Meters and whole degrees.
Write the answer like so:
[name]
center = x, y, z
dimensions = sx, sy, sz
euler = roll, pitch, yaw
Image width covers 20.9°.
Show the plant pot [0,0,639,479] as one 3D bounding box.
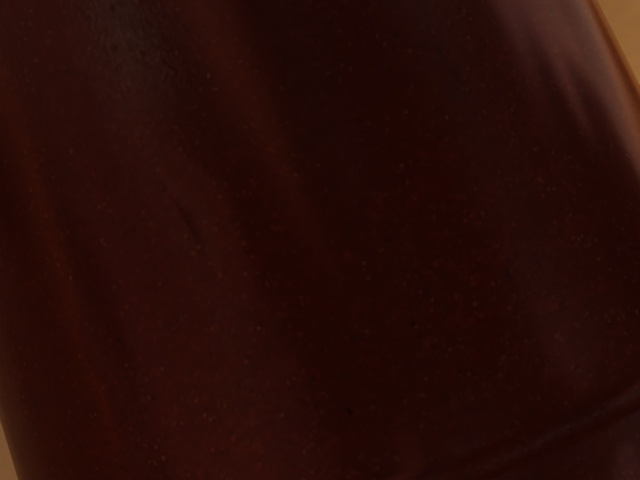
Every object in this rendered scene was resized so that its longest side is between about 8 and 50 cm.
[plant pot]
center = 0.000, 0.000, 0.547
dimensions = 0.272, 0.272, 0.265
euler = -23, -88, -39
